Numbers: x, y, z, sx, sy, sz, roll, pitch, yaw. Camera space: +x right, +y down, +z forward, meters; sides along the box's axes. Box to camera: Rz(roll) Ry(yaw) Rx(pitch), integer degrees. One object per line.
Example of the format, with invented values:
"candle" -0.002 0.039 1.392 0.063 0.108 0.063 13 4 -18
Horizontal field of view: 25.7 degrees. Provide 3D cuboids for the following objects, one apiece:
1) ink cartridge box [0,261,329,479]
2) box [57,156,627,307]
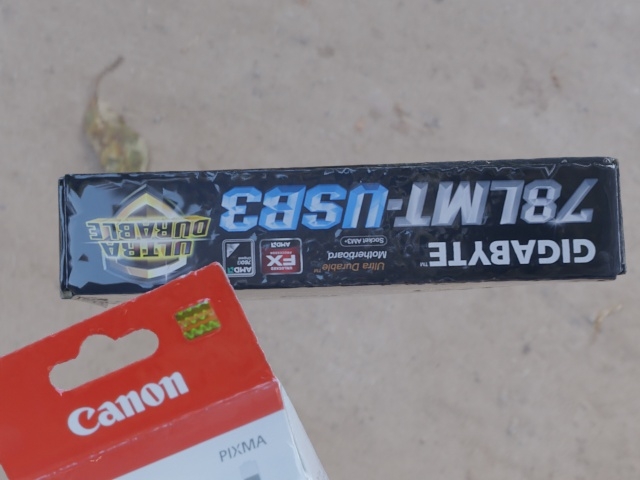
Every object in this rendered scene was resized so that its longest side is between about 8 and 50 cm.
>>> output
"ink cartridge box" -0.071 0.120 0.633 0.145 0.045 0.179 -23 101 11
"box" 0.000 0.000 0.853 0.295 0.293 0.073 -2 86 -6
